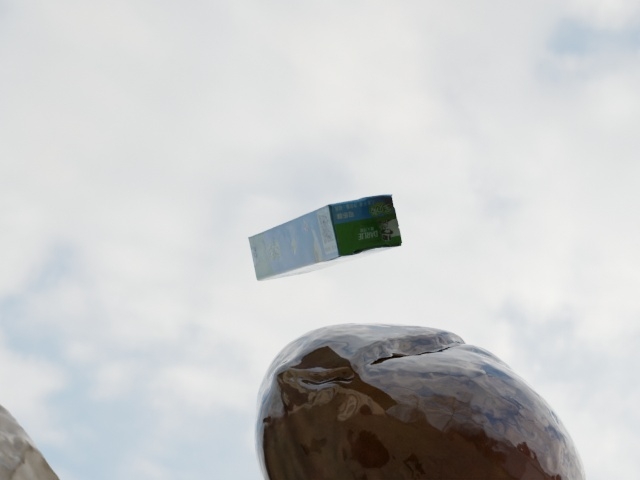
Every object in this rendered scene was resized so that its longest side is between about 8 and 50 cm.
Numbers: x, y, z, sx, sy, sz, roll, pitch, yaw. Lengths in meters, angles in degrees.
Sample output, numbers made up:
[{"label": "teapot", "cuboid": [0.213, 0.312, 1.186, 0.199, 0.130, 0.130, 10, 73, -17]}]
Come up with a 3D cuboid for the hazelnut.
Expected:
[{"label": "hazelnut", "cuboid": [0.093, 0.238, 1.586, 0.372, 0.315, 0.372, 30, -14, 8]}]

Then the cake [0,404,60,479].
[{"label": "cake", "cuboid": [-0.346, 0.233, 1.060, 0.332, 0.332, 0.321, -25, -64, 31]}]

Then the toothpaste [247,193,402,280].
[{"label": "toothpaste", "cuboid": [0.000, 0.000, 1.452, 0.065, 0.050, 0.266, -12, -3, -20]}]
